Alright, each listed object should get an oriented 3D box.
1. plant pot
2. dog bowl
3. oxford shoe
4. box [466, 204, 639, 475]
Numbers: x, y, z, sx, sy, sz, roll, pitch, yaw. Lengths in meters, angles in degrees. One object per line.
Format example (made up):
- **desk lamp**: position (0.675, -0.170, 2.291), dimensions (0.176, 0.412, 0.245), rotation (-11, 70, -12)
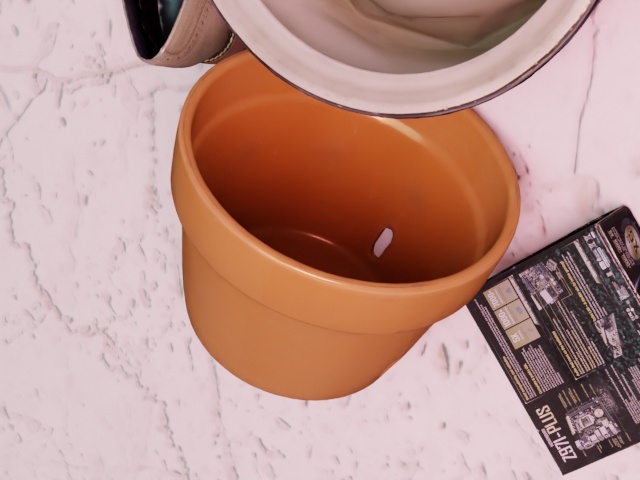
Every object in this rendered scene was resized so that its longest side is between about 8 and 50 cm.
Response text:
- **plant pot**: position (0.000, 0.000, 1.300), dimensions (0.291, 0.291, 0.203), rotation (37, 135, 16)
- **dog bowl**: position (0.085, -0.310, 1.225), dimensions (0.408, 0.150, 0.408), rotation (9, 107, 29)
- **oxford shoe**: position (-0.138, -0.326, 1.361), dimensions (0.123, 0.130, 0.348), rotation (-5, 101, 31)
- **box**: position (0.233, 0.085, 1.290), dimensions (0.147, 0.077, 0.180), rotation (-32, 86, 33)
